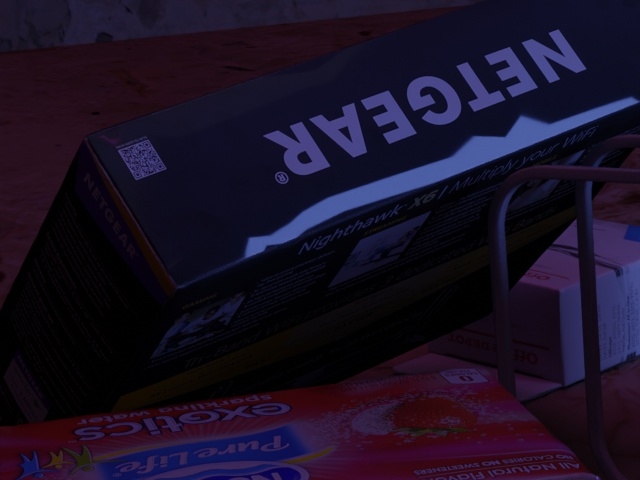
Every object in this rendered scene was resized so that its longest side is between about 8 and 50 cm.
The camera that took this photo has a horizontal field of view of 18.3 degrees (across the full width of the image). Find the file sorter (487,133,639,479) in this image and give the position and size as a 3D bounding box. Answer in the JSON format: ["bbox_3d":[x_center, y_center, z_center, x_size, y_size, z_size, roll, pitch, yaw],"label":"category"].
[{"bbox_3d":[0.231,0.030,0.936,0.173,0.193,0.277,6,16,42],"label":"file sorter"}]

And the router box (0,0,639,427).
[{"bbox_3d":[0.000,0.000,0.962,0.309,0.081,0.243,-22,-19,-33],"label":"router box"}]

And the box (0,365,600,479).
[{"bbox_3d":[-0.038,0.132,0.707,0.257,0.122,0.128,-6,15,-13],"label":"box"}]

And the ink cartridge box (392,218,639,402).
[{"bbox_3d":[0.136,0.037,1.181,0.104,0.060,0.180,11,20,43],"label":"ink cartridge box"}]
